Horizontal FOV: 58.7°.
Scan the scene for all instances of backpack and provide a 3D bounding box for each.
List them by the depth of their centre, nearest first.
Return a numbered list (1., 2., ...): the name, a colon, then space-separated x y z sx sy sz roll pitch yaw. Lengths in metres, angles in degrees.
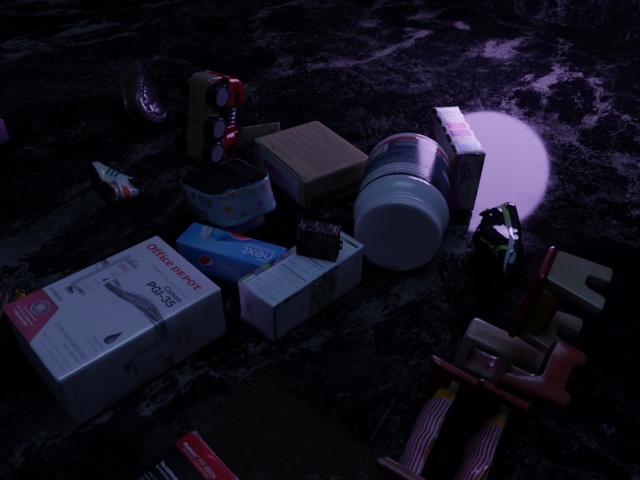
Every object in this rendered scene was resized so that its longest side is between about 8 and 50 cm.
1. backpack: -0.188 -0.089 1.202 0.166 0.144 0.188 -24 22 -31

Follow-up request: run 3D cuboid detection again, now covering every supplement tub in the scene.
1. supplement tub: 0.173 -0.086 1.187 0.191 0.191 0.272 9 39 8

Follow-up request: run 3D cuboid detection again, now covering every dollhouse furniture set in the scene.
1. dollhouse furniture set: 0.191 0.193 0.698 0.152 0.373 0.201 24 42 18

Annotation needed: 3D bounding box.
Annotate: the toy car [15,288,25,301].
1. toy car: -0.499 0.116 1.041 0.122 0.060 0.040 2 80 26

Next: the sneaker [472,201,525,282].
1. sneaker: 0.371 0.008 1.192 0.097 0.084 0.234 -11 33 23

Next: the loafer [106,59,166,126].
1. loafer: -0.534 -0.402 1.625 0.130 0.133 0.366 -29 33 -2

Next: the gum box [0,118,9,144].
1. gum box: -0.935 -0.286 1.486 0.189 0.062 0.107 15 40 15

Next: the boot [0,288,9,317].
1. boot: -0.638 0.097 0.904 0.090 0.206 0.248 24 44 25

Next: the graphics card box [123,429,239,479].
1. graphics card box: -0.223 0.412 0.622 0.233 0.094 0.371 33 47 32

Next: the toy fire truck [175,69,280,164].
1. toy fire truck: -0.225 -0.317 1.458 0.159 0.216 0.246 22 28 23

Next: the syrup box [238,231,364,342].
1. syrup box: -0.030 0.075 1.054 0.096 0.093 0.237 31 47 32

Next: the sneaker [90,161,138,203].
1. sneaker: -0.486 -0.137 1.340 0.075 0.057 0.161 -9 35 -40

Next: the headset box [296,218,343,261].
1. headset box: 0.000 0.000 1.023 0.083 0.062 0.032 12 40 11

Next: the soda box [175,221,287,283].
1. soda box: -0.174 0.032 1.122 0.210 0.067 0.071 16 41 15

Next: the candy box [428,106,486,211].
1. candy box: 0.315 -0.198 1.362 0.071 0.159 0.233 -3 38 -4

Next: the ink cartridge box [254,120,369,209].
1. ink cartridge box: -0.022 -0.190 1.392 0.193 0.088 0.235 -23 46 -26

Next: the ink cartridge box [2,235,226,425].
1. ink cartridge box: -0.332 0.132 0.947 0.283 0.117 0.207 -31 49 -34
